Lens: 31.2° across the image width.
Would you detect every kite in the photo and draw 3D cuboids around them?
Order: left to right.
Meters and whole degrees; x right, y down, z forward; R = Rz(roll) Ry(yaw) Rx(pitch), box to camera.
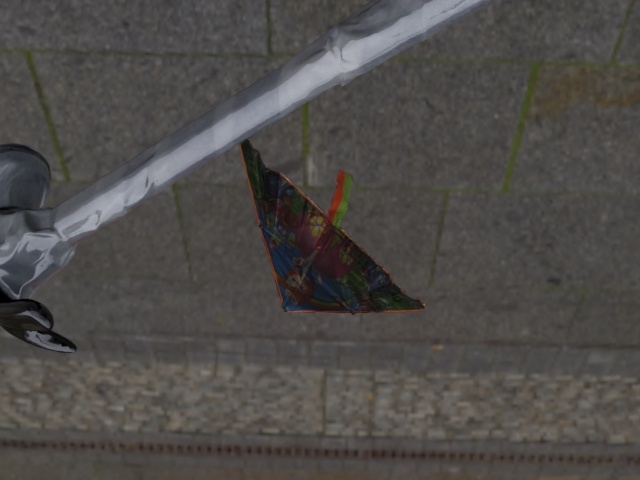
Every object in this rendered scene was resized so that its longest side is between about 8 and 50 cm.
[{"bbox_3d":[0.000,0.000,0.805,0.190,0.159,0.010,44,131,-11],"label":"kite"}]

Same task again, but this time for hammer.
[{"bbox_3d":[-0.010,-0.087,0.571,0.427,0.152,0.044,-32,131,12],"label":"hammer"}]
